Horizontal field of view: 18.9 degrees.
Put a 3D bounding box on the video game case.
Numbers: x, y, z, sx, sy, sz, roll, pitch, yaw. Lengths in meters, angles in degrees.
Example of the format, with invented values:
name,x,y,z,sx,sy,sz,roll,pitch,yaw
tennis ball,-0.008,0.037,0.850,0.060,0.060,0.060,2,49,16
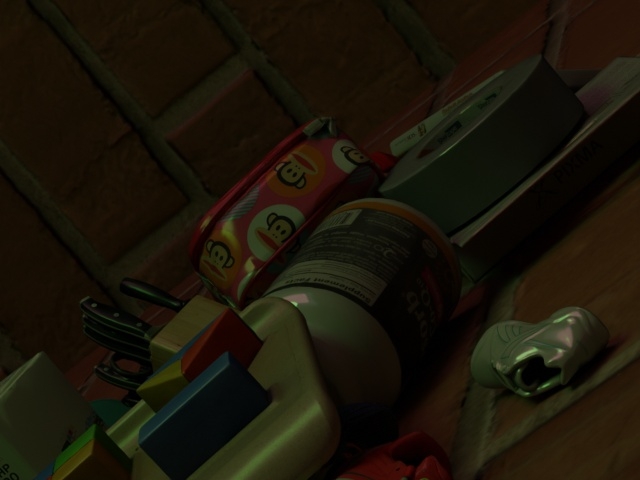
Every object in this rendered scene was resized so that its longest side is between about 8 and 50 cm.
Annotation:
name,x,y,z,sx,sy,sz,roll,pitch,yaw
video game case,0.226,-0.146,2.212,0.227,0.026,0.206,-5,-17,-39

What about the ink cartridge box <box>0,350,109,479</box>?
name,x,y,z,sx,sy,sz,roll,pitch,yaw
ink cartridge box,-0.299,0.273,1.989,0.171,0.233,0.168,-37,8,22

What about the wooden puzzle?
name,x,y,z,sx,sy,sz,roll,pitch,yaw
wooden puzzle,-0.139,0.177,1.519,0.322,0.080,0.348,-41,15,3

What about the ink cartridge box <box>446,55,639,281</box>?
name,x,y,z,sx,sy,sz,roll,pitch,yaw
ink cartridge box,0.247,-0.075,1.981,0.296,0.066,0.261,-41,8,-2

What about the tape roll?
name,x,y,z,sx,sy,sz,roll,pitch,yaw
tape roll,0.165,-0.095,1.984,0.219,0.072,0.219,-39,7,6

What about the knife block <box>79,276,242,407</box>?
name,x,y,z,sx,sy,sz,roll,pitch,yaw
knife block,-0.115,0.114,1.979,0.275,0.242,0.088,-30,13,50

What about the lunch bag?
name,x,y,z,sx,sy,sz,roll,pitch,yaw
lunch bag,0.000,0.000,2.113,0.258,0.120,0.293,-45,-26,-9

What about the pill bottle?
name,x,y,z,sx,sy,sz,roll,pitch,yaw
pill bottle,0.018,0.087,1.807,0.162,0.162,0.278,-34,11,36

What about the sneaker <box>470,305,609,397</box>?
name,x,y,z,sx,sy,sz,roll,pitch,yaw
sneaker,0.158,0.094,1.505,0.061,0.054,0.152,-48,11,-31

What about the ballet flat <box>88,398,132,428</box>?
name,x,y,z,sx,sy,sz,roll,pitch,yaw
ballet flat,-0.309,0.301,2.390,0.123,0.123,0.348,-38,6,17

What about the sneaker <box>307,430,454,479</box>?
name,x,y,z,sx,sy,sz,roll,pitch,yaw
sneaker,0.039,0.196,1.320,0.118,0.107,0.279,-33,10,14

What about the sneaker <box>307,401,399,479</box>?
name,x,y,z,sx,sy,sz,roll,pitch,yaw
sneaker,0.005,0.213,1.527,0.087,0.083,0.221,-10,33,48
